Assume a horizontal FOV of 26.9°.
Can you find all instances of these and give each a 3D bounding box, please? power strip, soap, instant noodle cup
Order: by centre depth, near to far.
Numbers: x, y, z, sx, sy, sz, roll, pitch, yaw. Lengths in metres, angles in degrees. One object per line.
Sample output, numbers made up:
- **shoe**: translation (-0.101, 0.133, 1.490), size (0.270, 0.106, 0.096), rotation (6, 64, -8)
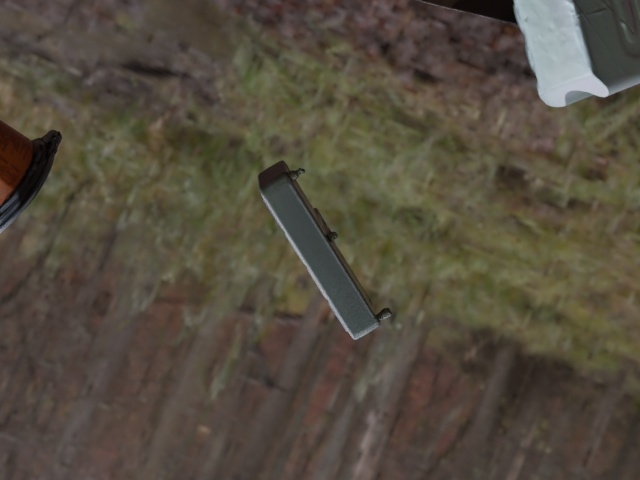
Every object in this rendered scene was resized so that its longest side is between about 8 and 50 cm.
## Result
- **power strip**: translation (0.000, 0.000, 1.575), size (0.215, 0.061, 0.145), rotation (59, -177, -17)
- **instant noodle cup**: translation (-0.453, -0.098, 1.748), size (0.125, 0.208, 0.178), rotation (43, 163, -31)
- **soap**: translation (0.422, -0.324, 1.816), size (0.347, 0.208, 0.115), rotation (-23, -169, -35)

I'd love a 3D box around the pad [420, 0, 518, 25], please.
- **pad**: translation (0.274, -0.437, 1.906), size (0.220, 0.330, 0.004), rotation (16, 149, 11)
